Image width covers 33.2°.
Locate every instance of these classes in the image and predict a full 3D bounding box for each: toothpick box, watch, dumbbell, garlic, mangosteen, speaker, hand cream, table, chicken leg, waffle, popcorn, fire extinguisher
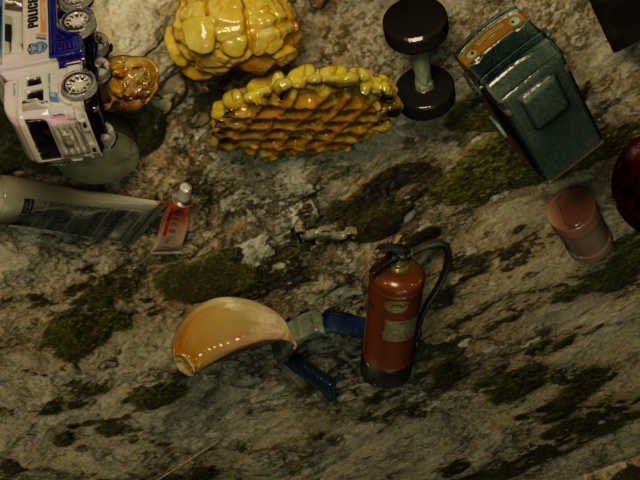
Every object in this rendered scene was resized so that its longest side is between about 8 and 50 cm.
[{"bbox_3d":[0.520,-0.028,2.145,0.098,0.098,0.149,-25,143,15],"label":"toothpick box"},{"bbox_3d":[0.003,0.251,2.391,0.274,0.068,0.276,11,137,-37],"label":"watch"},{"bbox_3d":[0.157,-0.283,1.686,0.100,0.100,0.191,-15,145,2],"label":"dumbbell"},{"bbox_3d":[-0.181,0.194,2.163,0.245,0.164,0.145,-14,127,-9],"label":"garlic"},{"bbox_3d":[0.665,-0.083,1.982,0.235,0.261,0.235,-7,143,-5],"label":"mangosteen"},{"bbox_3d":[0.452,-0.381,1.657,0.082,0.044,0.218,-25,143,17],"label":"speaker"},{"bbox_3d":[-0.436,-0.056,1.839,0.341,0.077,0.124,9,138,-39],"label":"hand cream"},{"bbox_3d":[-0.265,-0.033,1.944,0.052,0.038,0.216,23,141,-2],"label":"hand cream"},{"bbox_3d":[-0.362,-0.149,1.742,0.133,0.043,0.133,-9,144,-7],"label":"table"},{"bbox_3d":[-0.345,-0.234,1.601,0.207,0.101,0.085,-1,112,-2],"label":"chicken leg"},{"bbox_3d":[-0.017,-0.201,1.689,0.329,0.062,0.329,-7,163,-2],"label":"waffle"},{"bbox_3d":[-0.130,-0.306,1.535,0.194,0.140,0.163,-10,159,12],"label":"popcorn"},{"bbox_3d":[0.168,0.123,2.221,0.200,0.113,0.376,-40,145,-39],"label":"fire extinguisher"}]

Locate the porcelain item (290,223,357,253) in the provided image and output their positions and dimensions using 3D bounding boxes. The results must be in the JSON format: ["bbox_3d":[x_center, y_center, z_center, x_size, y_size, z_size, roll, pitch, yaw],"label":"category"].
[{"bbox_3d":[0.000,0.000,2.078,0.136,0.021,0.075,3,141,-22],"label":"porcelain item"}]

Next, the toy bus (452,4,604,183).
[{"bbox_3d":[0.339,-0.231,1.737,0.138,0.167,0.275,-38,139,5],"label":"toy bus"}]

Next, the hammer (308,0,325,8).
[{"bbox_3d":[0.057,-0.439,1.502,0.111,0.033,0.287,12,137,-30],"label":"hammer"}]

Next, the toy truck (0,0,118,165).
[{"bbox_3d":[-0.366,-0.227,1.449,0.155,0.268,0.124,-10,143,-1],"label":"toy truck"}]
